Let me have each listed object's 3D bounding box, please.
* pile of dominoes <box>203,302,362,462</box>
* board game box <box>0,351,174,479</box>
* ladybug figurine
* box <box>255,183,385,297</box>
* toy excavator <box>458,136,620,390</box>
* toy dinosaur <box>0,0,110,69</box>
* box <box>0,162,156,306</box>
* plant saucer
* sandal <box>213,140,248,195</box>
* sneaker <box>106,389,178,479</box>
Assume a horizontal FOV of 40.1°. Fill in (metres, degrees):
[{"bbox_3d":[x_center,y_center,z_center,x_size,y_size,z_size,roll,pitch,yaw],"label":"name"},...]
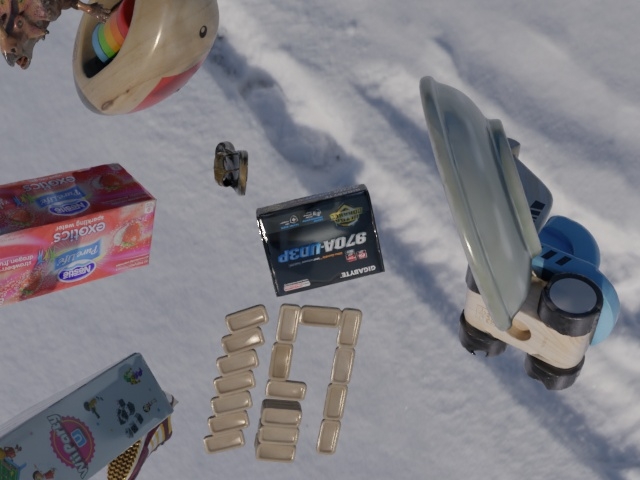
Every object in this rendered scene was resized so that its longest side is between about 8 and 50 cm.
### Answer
[{"bbox_3d":[-0.058,0.199,1.259,0.195,0.040,0.251,7,107,-11],"label":"pile of dominoes"},{"bbox_3d":[-0.346,0.259,1.011,0.224,0.303,0.098,-29,91,27],"label":"board game box"},{"bbox_3d":[-0.325,-0.377,1.618,0.161,0.449,0.305,10,79,-34],"label":"ladybug figurine"},{"bbox_3d":[0.000,0.000,1.693,0.220,0.051,0.175,-13,110,-1],"label":"box"},{"bbox_3d":[0.410,0.009,1.728,0.432,0.222,0.445,26,52,25],"label":"toy excavator"},{"bbox_3d":[-0.443,-0.380,1.266,0.127,0.200,0.296,-41,75,9],"label":"toy dinosaur"},{"bbox_3d":[-0.452,-0.014,1.517,0.299,0.154,0.142,-16,43,-39],"label":"box"},{"bbox_3d":[0.255,-0.067,1.318,0.100,0.400,0.401,-17,65,14],"label":"plant saucer"},{"bbox_3d":[-0.149,-0.116,1.384,0.049,0.072,0.180,-4,19,-20],"label":"sandal"},{"bbox_3d":[-0.303,0.353,1.529,0.069,0.084,0.186,12,76,42],"label":"sneaker"}]
